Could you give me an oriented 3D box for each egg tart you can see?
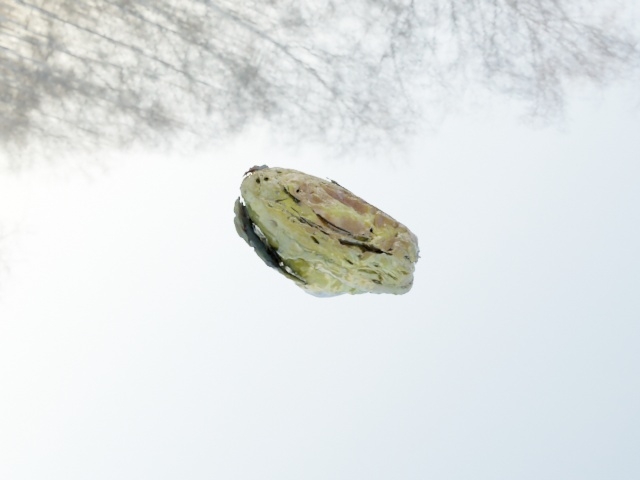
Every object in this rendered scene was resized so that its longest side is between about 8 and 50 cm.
[{"bbox_3d":[0.000,0.000,1.164,0.132,0.297,0.297,-59,-146,27],"label":"egg tart"}]
